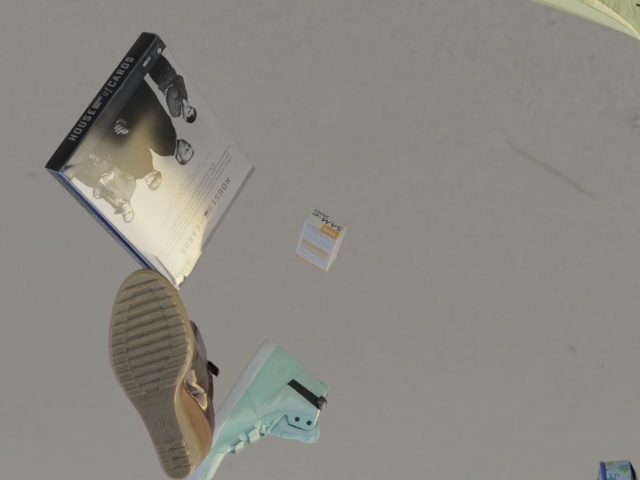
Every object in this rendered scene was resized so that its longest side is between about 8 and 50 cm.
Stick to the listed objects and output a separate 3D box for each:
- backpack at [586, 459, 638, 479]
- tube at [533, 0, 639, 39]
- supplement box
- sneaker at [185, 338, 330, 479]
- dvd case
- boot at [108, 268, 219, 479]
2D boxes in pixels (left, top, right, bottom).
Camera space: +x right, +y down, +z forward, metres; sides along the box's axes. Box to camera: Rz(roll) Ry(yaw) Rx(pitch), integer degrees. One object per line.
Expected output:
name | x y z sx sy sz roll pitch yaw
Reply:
backpack | 0.438 0.387 1.653 0.084 0.114 0.105 -5 162 11
tube | 0.300 -0.295 1.285 0.240 0.062 0.070 3 122 -38
supplement box | 0.000 0.000 1.775 0.062 0.036 0.098 31 146 8
sneaker | -0.088 0.291 1.648 0.151 0.255 0.094 33 167 1
dvd case | -0.171 -0.077 1.178 0.030 0.179 0.238 18 157 33
boot | -0.171 0.126 1.244 0.090 0.248 0.207 -8 -164 2
